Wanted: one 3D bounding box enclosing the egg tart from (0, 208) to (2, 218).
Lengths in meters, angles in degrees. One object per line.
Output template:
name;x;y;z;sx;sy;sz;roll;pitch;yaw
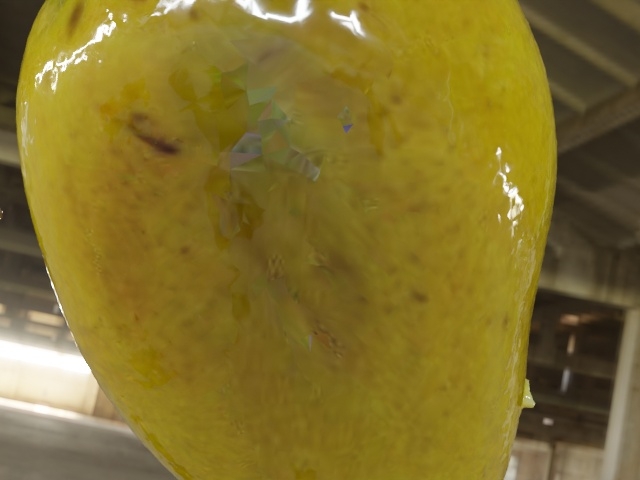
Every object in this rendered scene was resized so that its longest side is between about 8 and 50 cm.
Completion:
egg tart;-0.435;0.044;1.241;0.095;0.279;0.279;55;-7;11

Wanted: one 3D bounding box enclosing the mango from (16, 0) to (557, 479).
mango;0.000;0.000;0.723;0.301;0.445;0.220;-22;26;-2
